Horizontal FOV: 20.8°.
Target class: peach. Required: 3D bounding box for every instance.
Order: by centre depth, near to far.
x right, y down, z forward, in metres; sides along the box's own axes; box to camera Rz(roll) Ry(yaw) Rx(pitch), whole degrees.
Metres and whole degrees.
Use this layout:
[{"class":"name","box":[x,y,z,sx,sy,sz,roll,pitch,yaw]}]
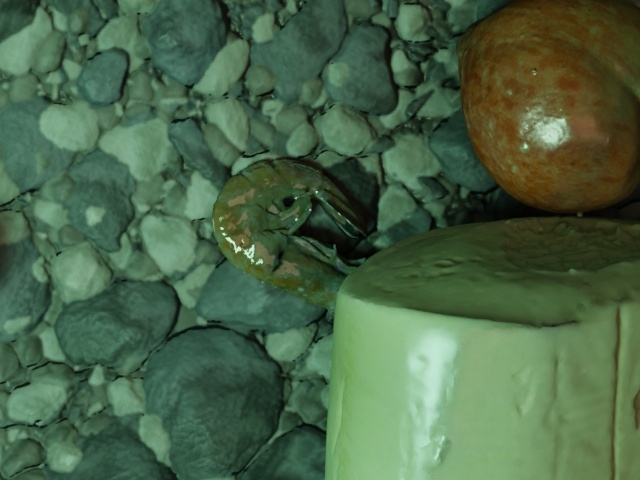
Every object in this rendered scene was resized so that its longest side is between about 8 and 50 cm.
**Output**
[{"class":"peach","box":[0.229,-0.142,1.661,0.233,0.232,0.232,-2,103,-10]}]

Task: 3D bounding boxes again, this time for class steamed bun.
[{"class":"steamed bun","box":[0.190,0.162,1.650,0.456,0.290,0.371,-9,112,-38]}]

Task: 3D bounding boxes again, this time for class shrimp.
[{"class":"shrimp","box":[0.000,0.000,1.720,0.223,0.047,0.126,26,87,-14]}]
